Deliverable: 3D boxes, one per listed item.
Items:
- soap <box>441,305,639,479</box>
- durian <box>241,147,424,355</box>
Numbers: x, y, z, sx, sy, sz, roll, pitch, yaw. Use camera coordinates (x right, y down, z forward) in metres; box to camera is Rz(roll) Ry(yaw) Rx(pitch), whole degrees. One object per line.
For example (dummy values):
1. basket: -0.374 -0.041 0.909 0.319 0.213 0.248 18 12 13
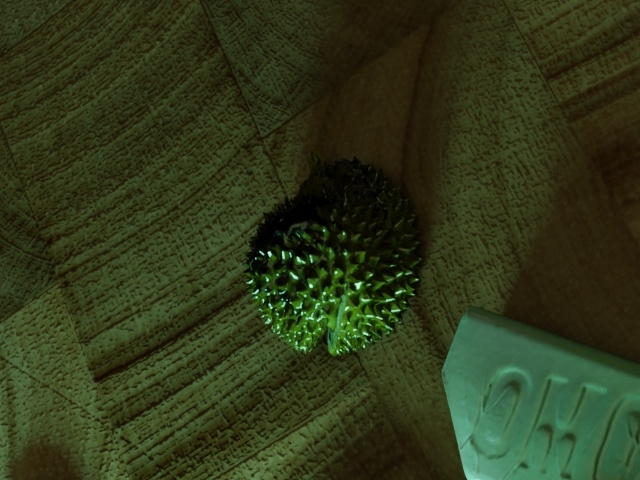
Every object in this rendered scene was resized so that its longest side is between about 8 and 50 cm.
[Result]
1. soap: 0.255 0.190 1.603 0.289 0.095 0.172 20 89 32
2. durian: 0.000 0.000 1.770 0.193 0.138 0.237 -24 67 24
